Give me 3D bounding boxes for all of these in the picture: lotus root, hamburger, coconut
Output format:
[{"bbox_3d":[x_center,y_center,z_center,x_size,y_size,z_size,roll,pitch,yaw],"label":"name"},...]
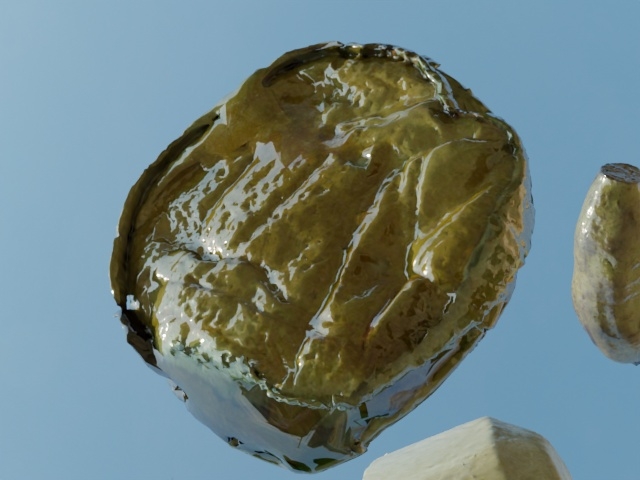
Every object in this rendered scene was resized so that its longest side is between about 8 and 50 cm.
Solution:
[{"bbox_3d":[0.323,0.028,0.987,0.097,0.258,0.110,7,-143,30],"label":"lotus root"},{"bbox_3d":[-0.001,0.002,0.585,0.265,0.134,0.285,-40,-130,-1],"label":"hamburger"},{"bbox_3d":[0.118,0.264,0.757,0.222,0.202,0.202,-26,-100,9],"label":"coconut"}]
